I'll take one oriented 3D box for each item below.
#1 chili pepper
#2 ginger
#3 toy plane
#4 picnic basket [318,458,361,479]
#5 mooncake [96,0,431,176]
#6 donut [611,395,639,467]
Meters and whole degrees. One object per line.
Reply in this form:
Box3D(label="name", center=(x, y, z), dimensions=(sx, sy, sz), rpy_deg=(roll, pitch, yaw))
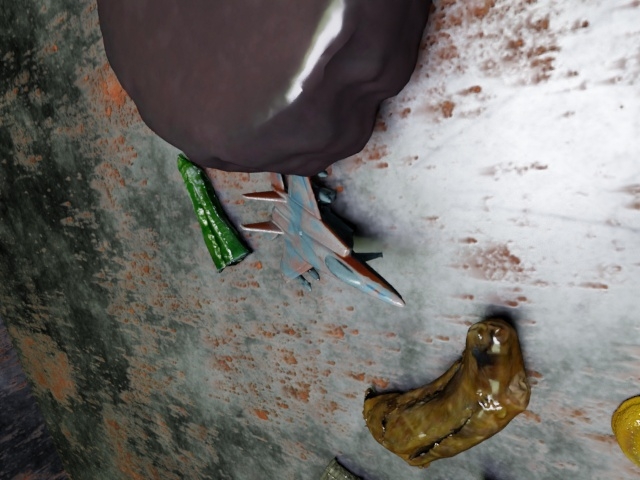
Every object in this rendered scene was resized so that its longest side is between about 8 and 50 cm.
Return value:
Box3D(label="chili pepper", center=(-0.207, -0.056, 0.726), dimensions=(0.088, 0.059, 0.226), rpy_deg=(-28, 89, 42))
Box3D(label="ginger", center=(0.171, 0.224, 0.551), dimensions=(0.309, 0.107, 0.133), rpy_deg=(-47, 56, 38))
Box3D(label="toy plane", center=(0.006, -0.002, 0.556), dimensions=(0.326, 0.104, 0.222), rpy_deg=(32, 125, 39))
Box3D(label="picnic basket", center=(0.064, 0.527, 0.719), dimensions=(0.196, 0.134, 0.154), rpy_deg=(26, 124, 24))
Box3D(label="mooncake", center=(-0.066, -0.252, 0.447), dimensions=(0.381, 0.212, 0.350), rpy_deg=(10, 99, 35))
Box3D(label="donut", center=(0.371, 0.224, 0.454), dimensions=(0.067, 0.038, 0.083), rpy_deg=(26, 122, 27))
